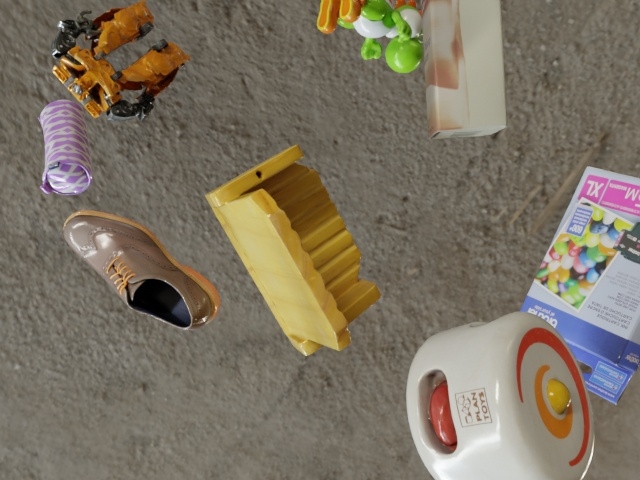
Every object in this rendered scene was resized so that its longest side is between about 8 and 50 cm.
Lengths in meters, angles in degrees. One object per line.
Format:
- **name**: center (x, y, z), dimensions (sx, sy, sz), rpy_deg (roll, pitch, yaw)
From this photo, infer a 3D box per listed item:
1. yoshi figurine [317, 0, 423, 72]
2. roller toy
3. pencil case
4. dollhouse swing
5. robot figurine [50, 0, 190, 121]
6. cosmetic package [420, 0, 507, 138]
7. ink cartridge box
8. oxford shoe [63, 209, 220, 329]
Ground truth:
- **yoshi figurine**: center (0.177, -0.574, 1.958), dimensions (0.362, 0.203, 0.203), rpy_deg (5, 133, -37)
- **roller toy**: center (0.201, 0.181, 0.760), dimensions (0.191, 0.146, 0.209), rpy_deg (51, 43, -16)
- **pencil case**: center (-0.466, -0.168, 1.272), dimensions (0.088, 0.206, 0.086), rpy_deg (-26, 138, 7)
- **dollhouse swing**: center (0.000, 0.000, 1.281), dimensions (0.315, 0.305, 0.346), rpy_deg (-35, 101, -33)
- **robot figurine**: center (-0.366, -0.325, 1.278), dimensions (0.085, 0.291, 0.211), rpy_deg (-28, 109, 37)
- **cosmetic package**: center (0.259, -0.343, 1.285), dimensions (0.129, 0.153, 0.296), rpy_deg (-3, 92, 3)
- **ink cartridge box**: center (0.411, 0.057, 1.019), dimensions (0.065, 0.186, 0.311), rpy_deg (20, 95, -36)
- **oxford shoe**: center (-0.371, 0.055, 1.394), dimensions (0.130, 0.364, 0.133), rpy_deg (-61, 175, 13)
